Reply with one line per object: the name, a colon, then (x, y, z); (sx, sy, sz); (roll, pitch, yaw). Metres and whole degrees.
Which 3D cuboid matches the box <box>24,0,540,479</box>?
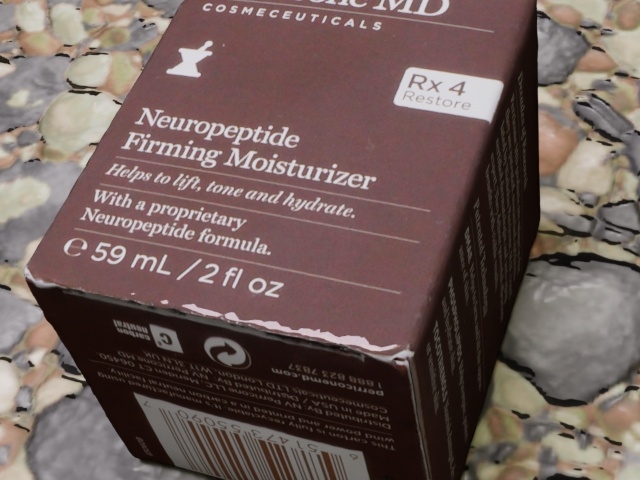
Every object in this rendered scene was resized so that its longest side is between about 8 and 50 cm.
box: (0.000, 0.000, 0.549); (0.169, 0.167, 0.203); (10, 56, 19)
